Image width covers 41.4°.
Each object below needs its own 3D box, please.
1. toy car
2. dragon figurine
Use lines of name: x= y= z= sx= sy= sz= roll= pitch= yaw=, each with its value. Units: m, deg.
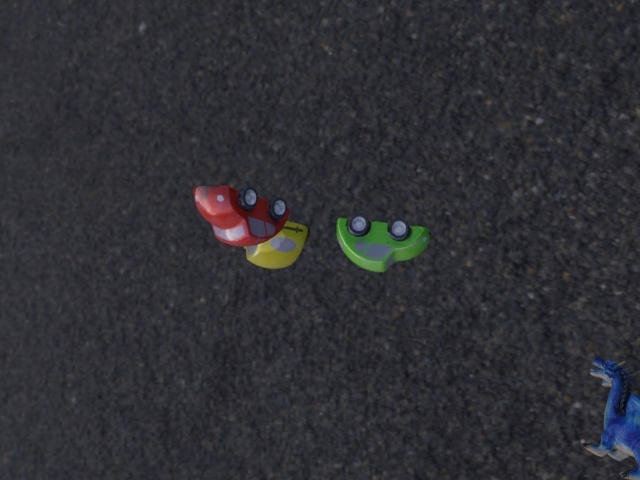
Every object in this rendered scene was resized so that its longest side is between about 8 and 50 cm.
toy car: x=0.000 y=0.000 z=0.876 sx=0.225 sy=0.239 sz=0.053 roll=6 pitch=81 yaw=9
dragon figurine: x=0.483 y=0.279 z=1.242 sx=0.144 sy=0.085 sz=0.289 roll=-65 pitch=27 yaw=7
